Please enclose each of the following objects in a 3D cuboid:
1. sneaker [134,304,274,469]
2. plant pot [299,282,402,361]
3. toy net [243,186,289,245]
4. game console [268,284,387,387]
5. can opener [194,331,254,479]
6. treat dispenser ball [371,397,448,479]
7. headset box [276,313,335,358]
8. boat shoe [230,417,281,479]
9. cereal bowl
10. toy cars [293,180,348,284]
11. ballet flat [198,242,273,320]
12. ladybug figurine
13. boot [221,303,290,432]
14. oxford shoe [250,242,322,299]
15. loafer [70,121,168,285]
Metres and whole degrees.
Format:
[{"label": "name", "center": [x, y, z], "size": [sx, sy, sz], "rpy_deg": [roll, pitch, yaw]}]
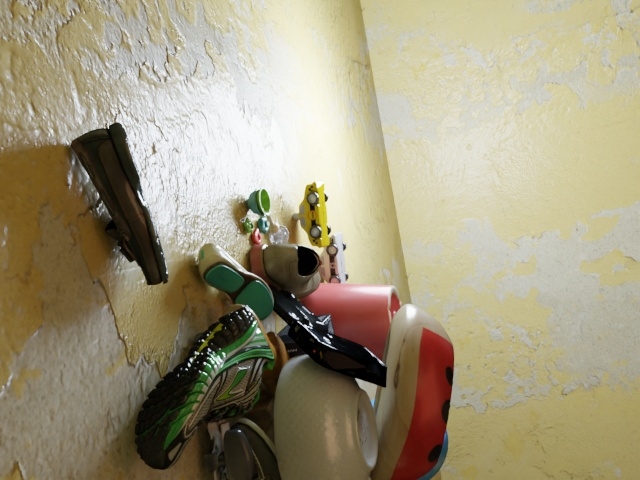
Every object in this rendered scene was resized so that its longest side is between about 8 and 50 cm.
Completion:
[{"label": "sneaker", "center": [-0.168, 0.248, 1.104], "size": [0.146, 0.134, 0.343], "rpy_deg": [54, 36, -10]}, {"label": "plant pot", "center": [0.099, 0.236, 1.870], "size": [0.275, 0.243, 0.274], "rpy_deg": [-10, 90, -73]}, {"label": "toy net", "center": [-0.121, -0.031, 1.646], "size": [0.232, 0.045, 0.122], "rpy_deg": [50, 34, -58]}, {"label": "game console", "center": [-0.011, 0.195, 1.466], "size": [0.213, 0.361, 0.043], "rpy_deg": [27, 96, -39]}, {"label": "can opener", "center": [-0.171, 0.307, 1.236], "size": [0.076, 0.095, 0.283], "rpy_deg": [23, 60, -70]}, {"label": "treat dispenser ball", "center": [0.246, 0.609, 2.060], "size": [0.288, 0.289, 0.287], "rpy_deg": [-9, 90, -72]}, {"label": "headset box", "center": [-0.022, 0.354, 1.647], "size": [0.218, 0.110, 0.293], "rpy_deg": [-35, 114, -70]}, {"label": "boat shoe", "center": [-0.116, 0.493, 1.293], "size": [0.091, 0.109, 0.304], "rpy_deg": [-29, 103, -45]}, {"label": "cereal bowl", "center": [0.030, 0.396, 1.378], "size": [0.339, 0.141, 0.338], "rpy_deg": [-10, 90, -73]}, {"label": "toy cars", "center": [0.000, 0.000, 1.956], "size": [0.393, 0.087, 0.176], "rpy_deg": [69, 26, -42]}, {"label": "ballet flat", "center": [-0.175, 0.082, 1.378], "size": [0.248, 0.086, 0.086], "rpy_deg": [54, 32, -52]}, {"label": "ladybug figurine", "center": [0.215, 0.369, 1.579], "size": [0.305, 0.162, 0.449], "rpy_deg": [94, 9, -62]}, {"label": "boot", "center": [-0.131, 0.234, 1.422], "size": [0.211, 0.104, 0.294], "rpy_deg": [-68, 149, -69]}, {"label": "oxford shoe", "center": [-0.049, 0.080, 1.670], "size": [0.348, 0.130, 0.122], "rpy_deg": [26, 56, -69]}, {"label": "loafer", "center": [-0.310, -0.047, 1.051], "size": [0.096, 0.084, 0.267], "rpy_deg": [-137, -147, -66]}]
